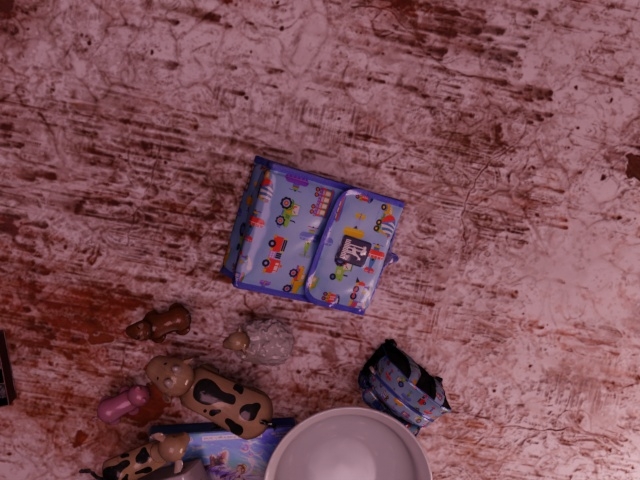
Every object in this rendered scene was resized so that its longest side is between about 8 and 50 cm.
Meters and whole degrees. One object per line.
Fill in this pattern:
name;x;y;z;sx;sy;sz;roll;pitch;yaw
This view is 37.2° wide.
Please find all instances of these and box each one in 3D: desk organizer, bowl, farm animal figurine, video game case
desk organizer;-0.580;0.230;1.690;0.047;0.050;0.130;-8;99;-4
bowl;0.043;0.423;1.682;0.298;0.134;0.297;0;95;-4
farm animal figurine;-0.226;0.275;1.624;0.327;0.172;0.330;10;83;-3
video game case;-0.174;0.459;1.751;0.270;0.061;0.244;-3;99;-4

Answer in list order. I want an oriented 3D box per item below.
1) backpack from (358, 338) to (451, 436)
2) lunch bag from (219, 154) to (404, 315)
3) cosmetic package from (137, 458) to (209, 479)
backpack;0.151;0.274;1.694;0.158;0.173;0.117;40;93;-9
lunch bag;0.000;0.000;1.683;0.293;0.138;0.220;15;96;-19
cosmetic package;-0.307;0.474;1.673;0.231;0.085;0.117;-16;94;18
